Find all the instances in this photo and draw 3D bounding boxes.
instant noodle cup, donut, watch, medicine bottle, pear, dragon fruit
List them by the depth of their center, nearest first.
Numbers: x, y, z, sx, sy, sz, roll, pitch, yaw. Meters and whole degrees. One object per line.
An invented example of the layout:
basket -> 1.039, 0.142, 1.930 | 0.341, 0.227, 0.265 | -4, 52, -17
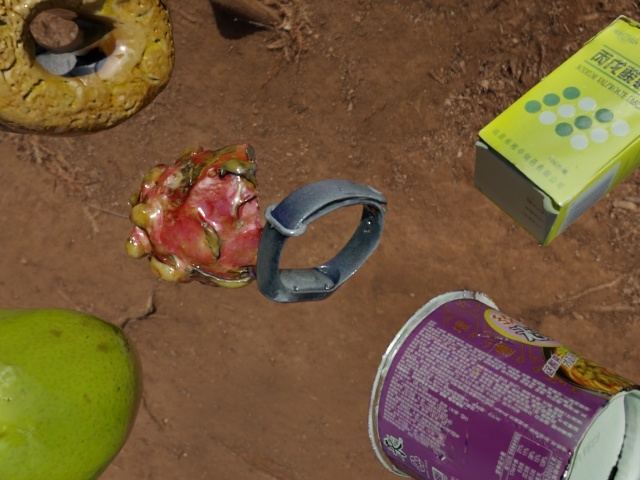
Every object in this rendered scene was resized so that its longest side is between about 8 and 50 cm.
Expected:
pear -> -0.251, 0.143, 0.401 | 0.187, 0.219, 0.188 | -1, 86, 12
medicine bottle -> 0.335, -0.133, 0.574 | 0.137, 0.250, 0.141 | 50, 179, 29
watch -> 0.000, 0.000, 0.640 | 0.068, 0.206, 0.193 | 40, 110, 36
donut -> -0.372, -0.290, 0.642 | 0.150, 0.317, 0.299 | 28, 165, 36
instant noodle cup -> 0.280, 0.263, 0.652 | 0.266, 0.340, 0.340 | 18, 145, 53
dragon fruit -> -0.245, -0.025, 0.885 | 0.262, 0.296, 0.314 | -9, 110, -11
